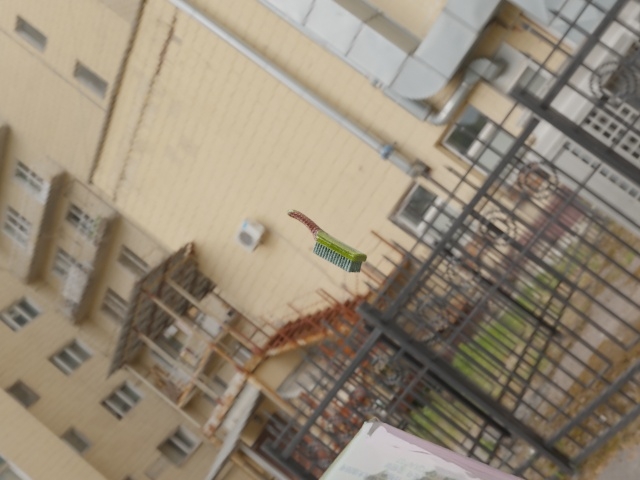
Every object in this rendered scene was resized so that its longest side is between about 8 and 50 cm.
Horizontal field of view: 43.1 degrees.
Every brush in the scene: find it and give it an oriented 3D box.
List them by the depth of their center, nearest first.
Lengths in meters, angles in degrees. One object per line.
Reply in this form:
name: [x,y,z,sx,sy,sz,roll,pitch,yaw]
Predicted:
brush: [0.000,0.000,0.644,0.019,0.083,0.021,1,-62,-53]

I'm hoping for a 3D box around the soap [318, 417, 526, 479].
soap: [0.079,0.232,0.444,0.138,0.199,0.182,-38,-48,-44]
